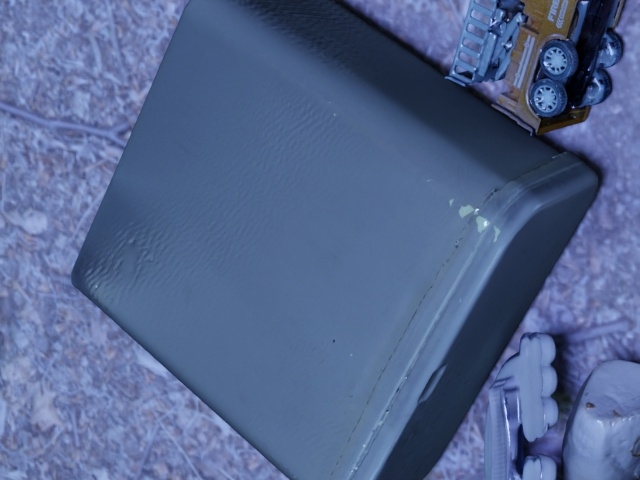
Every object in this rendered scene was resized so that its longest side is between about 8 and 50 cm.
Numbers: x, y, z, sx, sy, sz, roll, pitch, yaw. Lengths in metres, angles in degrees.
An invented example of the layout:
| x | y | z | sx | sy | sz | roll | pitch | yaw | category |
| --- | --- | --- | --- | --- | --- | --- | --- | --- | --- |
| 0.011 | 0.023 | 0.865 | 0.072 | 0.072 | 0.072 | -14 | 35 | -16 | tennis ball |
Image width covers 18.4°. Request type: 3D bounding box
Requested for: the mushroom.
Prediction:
| x | y | z | sx | sy | sz | roll | pitch | yaw | category |
| --- | --- | --- | --- | --- | --- | --- | --- | --- | --- |
| 0.229 | 0.204 | 1.640 | 0.081 | 0.092 | 0.223 | 12 | 120 | -2 | mushroom |

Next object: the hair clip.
| x | y | z | sx | sy | sz | roll | pitch | yaw | category |
| --- | --- | --- | --- | --- | --- | --- | --- | --- | --- |
| 0.158 | 0.190 | 1.650 | 0.054 | 0.140 | 0.220 | 4 | 80 | -11 | hair clip |

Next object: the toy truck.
| x | y | z | sx | sy | sz | roll | pitch | yaw | category |
| --- | --- | --- | --- | --- | --- | --- | --- | --- | --- |
| 0.181 | -0.186 | 1.564 | 0.115 | 0.080 | 0.178 | 33 | 120 | 31 | toy truck |

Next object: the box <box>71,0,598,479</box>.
| x | y | z | sx | sy | sz | roll | pitch | yaw | category |
| --- | --- | --- | --- | --- | --- | --- | --- | --- | --- |
| 0.000 | 0.000 | 1.674 | 0.344 | 0.177 | 0.352 | 38 | 121 | 20 | box |
